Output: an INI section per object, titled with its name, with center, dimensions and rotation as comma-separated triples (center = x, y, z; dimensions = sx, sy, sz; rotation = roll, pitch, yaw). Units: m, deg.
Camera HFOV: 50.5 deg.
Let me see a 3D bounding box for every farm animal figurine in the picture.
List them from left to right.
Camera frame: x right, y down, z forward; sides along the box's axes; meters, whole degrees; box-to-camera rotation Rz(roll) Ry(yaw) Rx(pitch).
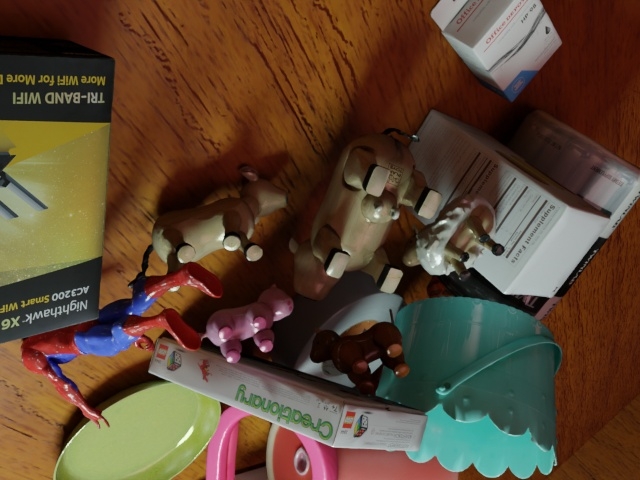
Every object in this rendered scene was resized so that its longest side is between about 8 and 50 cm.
[farm animal figurine]
center = 0.000, 0.000, 0.793
dimensions = 0.330, 0.172, 0.326
rotation = 37, 99, -26

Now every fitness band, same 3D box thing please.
[fitness band]
center = -0.076, 0.368, 1.028
dimensions = 0.054, 0.209, 0.290
rotation = -22, 120, -59

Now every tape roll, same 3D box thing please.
[tape roll]
center = 0.030, 0.145, 1.057
dimensions = 0.219, 0.072, 0.219
rotation = -26, 140, -24

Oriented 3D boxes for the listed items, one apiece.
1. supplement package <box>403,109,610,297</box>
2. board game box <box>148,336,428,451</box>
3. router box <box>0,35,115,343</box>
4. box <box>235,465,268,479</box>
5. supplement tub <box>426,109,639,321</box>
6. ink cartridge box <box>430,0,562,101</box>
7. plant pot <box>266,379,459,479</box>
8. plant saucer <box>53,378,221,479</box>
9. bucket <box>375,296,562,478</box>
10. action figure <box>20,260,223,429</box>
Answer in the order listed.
[supplement package]
center = 0.231, -0.050, 0.914
dimensions = 0.139, 0.244, 0.133
rotation = 7, 120, -47
[board game box]
center = -0.044, 0.191, 0.854
dimensions = 0.193, 0.305, 0.053
rotation = 25, 78, -51
[router box]
center = -0.313, -0.027, 0.498
dimensions = 0.309, 0.081, 0.242
rotation = -13, 122, -46
[box]
center = -0.051, 0.504, 1.189
dimensions = 0.322, 0.232, 0.058
rotation = -2, 133, -42
[supplement tub]
center = 0.324, -0.014, 1.066
dimensions = 0.207, 0.207, 0.338
rotation = 9, 118, -47
[ink cartridge box]
center = 0.225, -0.265, 0.855
dimensions = 0.104, 0.060, 0.180
rotation = -51, 142, 9
[plant pot]
center = 0.058, 0.371, 1.161
dimensions = 0.243, 0.275, 0.275
rotation = 9, 119, -35
[plant saucer]
center = -0.255, 0.275, 0.947
dimensions = 0.241, 0.037, 0.241
rotation = -25, 140, -23
[bucket]
center = 0.212, 0.216, 0.984
dimensions = 0.281, 0.281, 0.183
rotation = 58, 40, -52
[action figure]
center = -0.199, 0.114, 0.694
dimensions = 0.139, 0.280, 0.091
rotation = 51, 41, -32
